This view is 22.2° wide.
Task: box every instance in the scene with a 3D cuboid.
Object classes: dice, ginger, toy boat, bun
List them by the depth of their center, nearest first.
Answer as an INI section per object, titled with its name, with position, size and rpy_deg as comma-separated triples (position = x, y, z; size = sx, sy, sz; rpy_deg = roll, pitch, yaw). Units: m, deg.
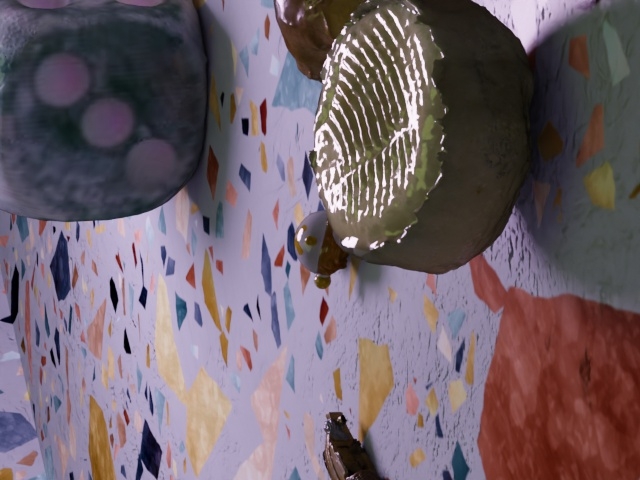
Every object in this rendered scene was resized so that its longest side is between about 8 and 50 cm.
[bun]
position = 0.105, -0.095, 1.455
size = 0.259, 0.152, 0.259
rpy_deg = -15, 72, 58
[ginger]
position = 0.000, -0.278, 1.749
size = 0.219, 0.123, 0.270
rpy_deg = -117, 31, -43
[toy boat]
position = 0.038, 0.257, 1.845
size = 0.049, 0.047, 0.149
rpy_deg = -60, 39, 34
[dice]
position = -0.366, -0.236, 2.462
size = 0.330, 0.348, 0.328
rpy_deg = 46, 136, 52

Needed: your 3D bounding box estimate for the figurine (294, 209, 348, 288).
[figurine]
position = 0.001, -0.005, 1.886
size = 0.143, 0.068, 0.101
rpy_deg = -96, 19, -62
